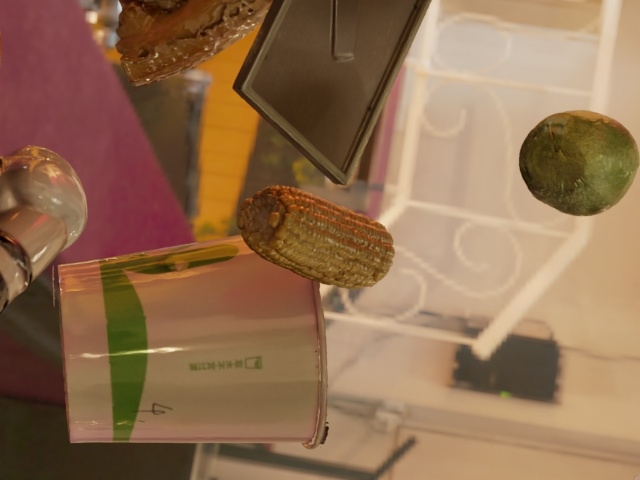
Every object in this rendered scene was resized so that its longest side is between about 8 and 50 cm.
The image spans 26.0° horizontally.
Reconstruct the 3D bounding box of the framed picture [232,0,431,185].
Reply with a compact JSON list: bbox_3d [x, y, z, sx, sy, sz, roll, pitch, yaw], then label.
[{"bbox_3d":[0.018,-0.163,1.044,0.150,0.015,0.203,39,70,-48],"label":"framed picture"}]

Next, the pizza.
[{"bbox_3d":[-0.155,-0.414,1.513,0.440,0.406,0.130,-46,164,-11],"label":"pizza"}]

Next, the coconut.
[{"bbox_3d":[0.200,-0.060,1.064,0.096,0.088,0.088,2,98,-52],"label":"coconut"}]

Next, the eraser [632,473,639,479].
[{"bbox_3d":[0.318,0.239,1.226,0.052,0.095,0.225,67,17,4],"label":"eraser"}]

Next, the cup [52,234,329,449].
[{"bbox_3d":[-0.140,0.111,1.468,0.253,0.274,0.253,175,-90,-79],"label":"cup"}]

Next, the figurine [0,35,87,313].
[{"bbox_3d":[-0.300,-0.104,0.949,0.323,0.196,0.320,61,-4,-26],"label":"figurine"}]

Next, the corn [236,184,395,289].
[{"bbox_3d":[0.000,0.000,1.298,0.238,0.080,0.080,17,80,-59],"label":"corn"}]
